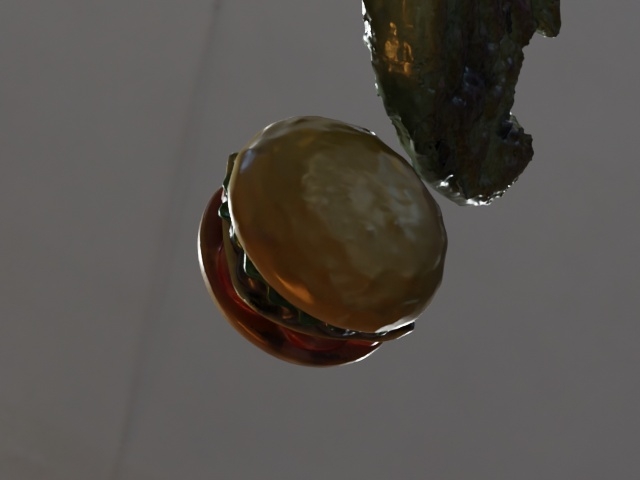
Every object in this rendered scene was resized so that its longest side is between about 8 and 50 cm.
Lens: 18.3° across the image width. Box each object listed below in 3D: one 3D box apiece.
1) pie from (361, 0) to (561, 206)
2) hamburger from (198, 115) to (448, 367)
[{"bbox_3d":[0.102,-0.172,1.400,0.302,0.067,0.302,5,-90,-67],"label":"pie"},{"bbox_3d":[0.000,0.000,1.267,0.162,0.115,0.162,17,-127,-24],"label":"hamburger"}]
